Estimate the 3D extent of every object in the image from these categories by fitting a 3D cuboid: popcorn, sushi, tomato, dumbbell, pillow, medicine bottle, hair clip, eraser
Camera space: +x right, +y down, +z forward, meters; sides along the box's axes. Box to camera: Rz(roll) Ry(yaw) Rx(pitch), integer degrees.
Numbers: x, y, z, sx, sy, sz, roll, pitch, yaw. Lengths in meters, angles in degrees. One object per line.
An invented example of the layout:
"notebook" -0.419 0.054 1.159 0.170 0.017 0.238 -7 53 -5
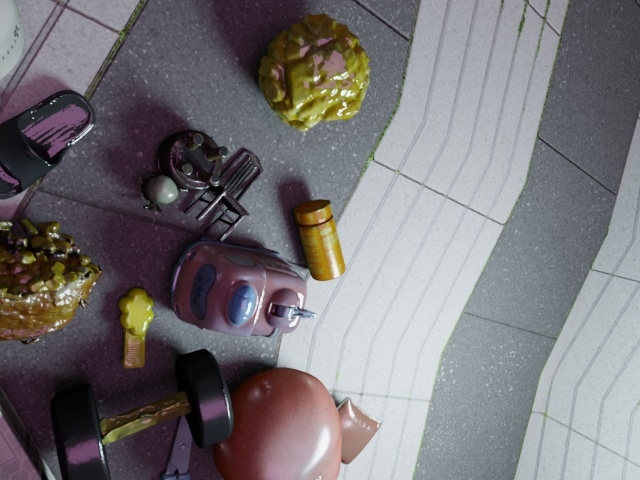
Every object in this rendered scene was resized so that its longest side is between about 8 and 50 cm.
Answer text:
"popcorn" -0.015 -0.368 1.065 0.249 0.225 0.250 -7 114 -15
"sushi" -0.545 0.074 0.857 0.296 0.167 0.179 1 124 -27
"tomato" -0.085 0.494 1.187 0.341 0.272 0.342 -9 107 -31
"dumbbell" -0.365 0.366 1.005 0.322 0.203 0.204 -12 108 -27
"pillow" 0.076 0.563 1.431 0.171 0.075 0.179 -49 120 -7
"medicine bottle" 0.000 0.000 1.227 0.096 0.096 0.192 -25 114 -26
"hair clip" -0.401 0.188 1.040 0.072 0.046 0.173 5 98 -38
"eraser" -0.623 0.362 0.906 0.096 0.098 0.404 -24 113 -25

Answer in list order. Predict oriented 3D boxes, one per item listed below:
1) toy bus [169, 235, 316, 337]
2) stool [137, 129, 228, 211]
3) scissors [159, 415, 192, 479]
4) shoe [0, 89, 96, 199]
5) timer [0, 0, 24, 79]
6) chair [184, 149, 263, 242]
"toy bus" -0.166 0.117 1.064 0.294 0.231 0.198 15 94 -36
"stool" -0.282 -0.145 0.993 0.217 0.121 0.125 -47 124 -21
"scissors" -0.345 0.538 1.176 0.192 0.029 0.448 9 94 -35
"shoe" -0.505 -0.175 0.853 0.241 0.093 0.108 -47 124 -17
"timer" -0.579 -0.323 0.731 0.233 0.240 0.234 6 72 -20
"chair" -0.191 -0.107 1.070 0.212 0.101 0.084 -48 123 -13
